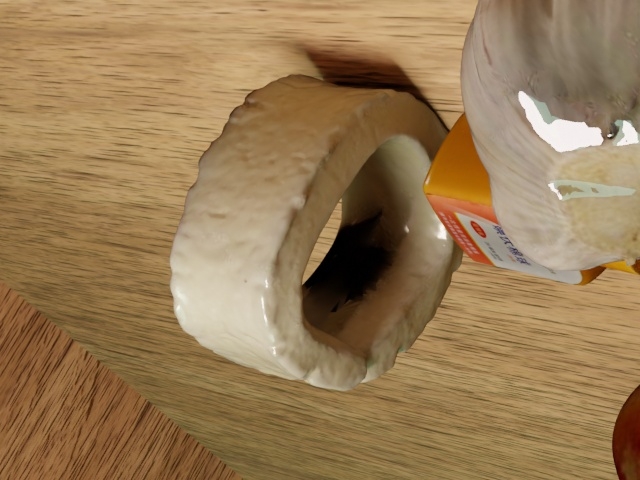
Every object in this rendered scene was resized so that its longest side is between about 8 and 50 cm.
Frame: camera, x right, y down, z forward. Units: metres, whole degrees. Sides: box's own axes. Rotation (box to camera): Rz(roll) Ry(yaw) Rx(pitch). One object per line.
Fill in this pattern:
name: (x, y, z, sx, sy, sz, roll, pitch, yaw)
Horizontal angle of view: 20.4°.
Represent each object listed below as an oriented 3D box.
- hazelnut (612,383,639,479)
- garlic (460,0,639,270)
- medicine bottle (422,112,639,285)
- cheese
hazelnut: (0.429, 0.240, 2.033, 0.208, 0.208, 0.208, 26, 160, 10)
garlic: (0.241, -0.122, 1.299, 0.317, 0.259, 0.317, 16, 148, 11)
medicine bottle: (0.230, -0.036, 1.755, 0.222, 0.112, 0.149, 14, 156, 38)
cheese: (0.003, 0.002, 1.834, 0.153, 0.332, 0.292, 14, 143, 38)
